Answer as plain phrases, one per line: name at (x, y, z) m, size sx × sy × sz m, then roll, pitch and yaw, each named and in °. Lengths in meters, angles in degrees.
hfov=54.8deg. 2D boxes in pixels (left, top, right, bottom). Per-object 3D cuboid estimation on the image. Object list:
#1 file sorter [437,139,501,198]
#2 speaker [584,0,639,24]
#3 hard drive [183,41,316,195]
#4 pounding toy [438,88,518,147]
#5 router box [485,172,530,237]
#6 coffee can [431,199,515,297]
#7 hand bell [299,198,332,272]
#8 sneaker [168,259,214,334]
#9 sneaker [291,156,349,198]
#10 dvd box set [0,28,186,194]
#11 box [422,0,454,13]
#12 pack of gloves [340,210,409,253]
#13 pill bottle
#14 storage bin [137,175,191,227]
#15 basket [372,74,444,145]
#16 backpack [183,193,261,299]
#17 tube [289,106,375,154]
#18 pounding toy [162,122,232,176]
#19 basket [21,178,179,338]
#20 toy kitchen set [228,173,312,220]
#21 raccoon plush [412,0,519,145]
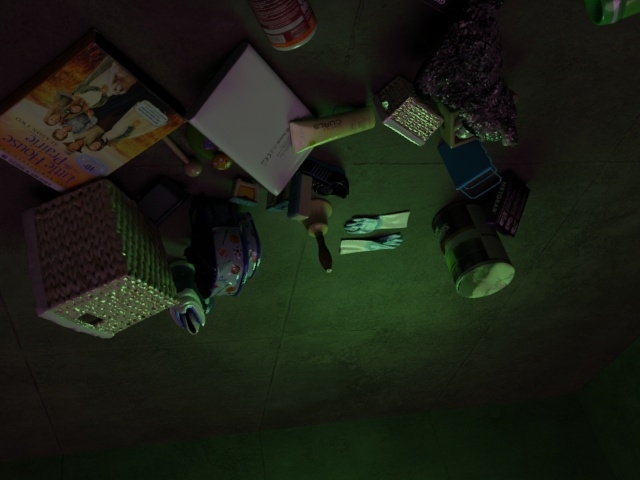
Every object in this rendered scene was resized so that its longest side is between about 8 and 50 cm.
file sorter at (0.451, -0.230, 1.851) m, size 0.118 × 0.170 × 0.104 m, roll -35°, pitch 140°, yaw 25°
speaker at (0.803, -0.627, 1.489) m, size 0.296 × 0.131 × 0.131 m, roll -20°, pitch 142°, yaw 8°
hard drive at (-0.155, -0.299, 1.584) m, size 0.233 × 0.047 × 0.353 m, roll -54°, pitch 137°, yaw -4°
pounding toy at (0.435, -0.384, 1.720) m, size 0.206 × 0.094 × 0.181 m, roll -20°, pitch 138°, yaw -6°
router box at (0.626, -0.117, 2.059) m, size 0.133 × 0.179 × 0.046 m, roll 28°, pitch 170°, yaw -41°
coffee can at (0.518, 0.027, 2.110) m, size 0.201 × 0.275 × 0.202 m, roll -9°, pitch 142°, yaw -7°
hand bell at (0.000, 0.000, 1.943) m, size 0.126 × 0.242 × 0.126 m, roll -9°, pitch 143°, yaw -7°
sneaker at (-0.443, 0.242, 2.117) m, size 0.130 × 0.236 × 0.323 m, roll -13°, pitch 142°, yaw 0°
sneaker at (-0.014, -0.183, 1.828) m, size 0.232 × 0.091 × 0.081 m, roll 9°, pitch 137°, yaw -27°
dvd box set at (-0.592, -0.292, 1.533) m, size 0.420 × 0.062 × 0.307 m, roll -28°, pitch 141°, yaw 18°
box at (0.248, -0.670, 1.308) m, size 0.295 × 0.073 × 0.293 m, roll 16°, pitch 133°, yaw -32°
pack of gloves at (0.191, -0.011, 2.150) m, size 0.232 × 0.046 × 0.195 m, roll -7°, pitch 143°, yaw -9°
pill bottle at (-0.099, -0.531, 1.333) m, size 0.121 × 0.121 × 0.221 m, roll -21°, pitch 142°, yaw 10°
storage bin at (-0.454, -0.120, 1.785) m, size 0.135 × 0.098 × 0.091 m, roll -35°, pitch 110°, yaw 26°
basket at (0.241, -0.353, 1.674) m, size 0.167 × 0.113 × 0.103 m, roll 22°, pitch 128°, yaw -38°
backpack at (-0.300, 0.041, 1.885) m, size 0.213 × 0.263 × 0.277 m, roll 0°, pitch 140°, yaw -18°
tube at (0.031, -0.303, 1.667) m, size 0.240 × 0.070 × 0.062 m, roll -18°, pitch 174°, yaw -17°
pounding toy at (-0.287, -0.245, 1.649) m, size 0.236 × 0.110 × 0.183 m, roll -22°, pitch 142°, yaw 10°
basket at (-0.605, 0.055, 1.724) m, size 0.266 × 0.331 × 0.328 m, roll -24°, pitch 156°, yaw 5°
toy kitchen set at (-0.149, -0.120, 1.774) m, size 0.166 × 0.122 × 0.207 m, roll 13°, pitch 164°, yaw -29°
raccoon plush at (0.418, -0.407, 1.447) m, size 0.299 × 0.216 × 0.446 m, roll 29°, pitch 151°, yaw -5°
